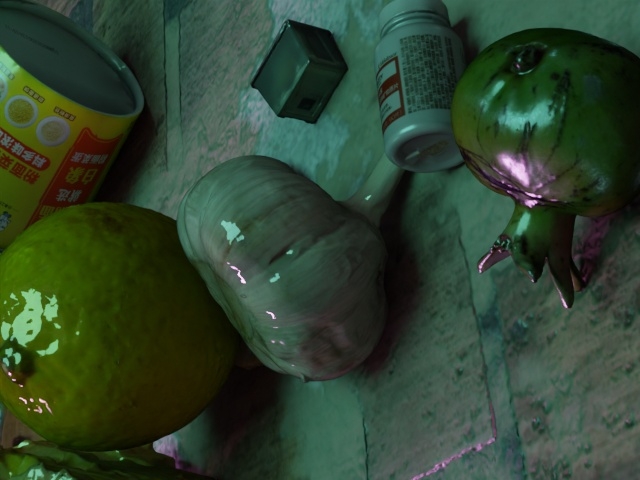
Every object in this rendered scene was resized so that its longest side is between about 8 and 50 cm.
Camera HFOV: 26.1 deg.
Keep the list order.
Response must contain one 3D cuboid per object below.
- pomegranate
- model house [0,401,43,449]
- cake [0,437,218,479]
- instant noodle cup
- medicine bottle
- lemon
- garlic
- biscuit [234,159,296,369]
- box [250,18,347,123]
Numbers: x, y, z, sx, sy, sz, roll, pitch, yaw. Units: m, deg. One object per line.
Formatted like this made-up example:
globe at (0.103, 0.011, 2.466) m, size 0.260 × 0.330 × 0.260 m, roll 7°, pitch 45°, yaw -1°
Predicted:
pomegranate at (0.162, -0.055, 0.985) m, size 0.152 × 0.131 × 0.191 m, roll 35°, pitch 116°, yaw 53°
model house at (-0.456, 0.200, 1.751) m, size 0.321 × 0.266 × 0.261 m, roll -2°, pitch 82°, yaw 58°
cake at (-0.235, 0.317, 1.378) m, size 0.222 × 0.286 × 0.227 m, roll 11°, pitch 88°, yaw 24°
instant noodle cup at (-0.376, -0.149, 1.742) m, size 0.221 × 0.311 × 0.311 m, roll -50°, pitch 40°, yaw 23°
medicine bottle at (0.087, -0.135, 1.173) m, size 0.079 × 0.079 × 0.140 m, roll -37°, pitch 50°, yaw 47°
lemon at (-0.204, 0.083, 1.342) m, size 0.267 × 0.267 × 0.267 m, roll -26°, pitch 58°, yaw 52°
garlic at (0.000, 0.000, 1.221) m, size 0.212 × 0.218 × 0.218 m, roll -37°, pitch 32°, yaw -12°
biscuit at (-0.066, 0.024, 1.405) m, size 0.220 × 0.033 × 0.220 m, roll -23°, pitch 62°, yaw 54°
box at (-0.020, -0.166, 1.376) m, size 0.085 × 0.060 × 0.063 m, roll -57°, pitch 42°, yaw 28°
